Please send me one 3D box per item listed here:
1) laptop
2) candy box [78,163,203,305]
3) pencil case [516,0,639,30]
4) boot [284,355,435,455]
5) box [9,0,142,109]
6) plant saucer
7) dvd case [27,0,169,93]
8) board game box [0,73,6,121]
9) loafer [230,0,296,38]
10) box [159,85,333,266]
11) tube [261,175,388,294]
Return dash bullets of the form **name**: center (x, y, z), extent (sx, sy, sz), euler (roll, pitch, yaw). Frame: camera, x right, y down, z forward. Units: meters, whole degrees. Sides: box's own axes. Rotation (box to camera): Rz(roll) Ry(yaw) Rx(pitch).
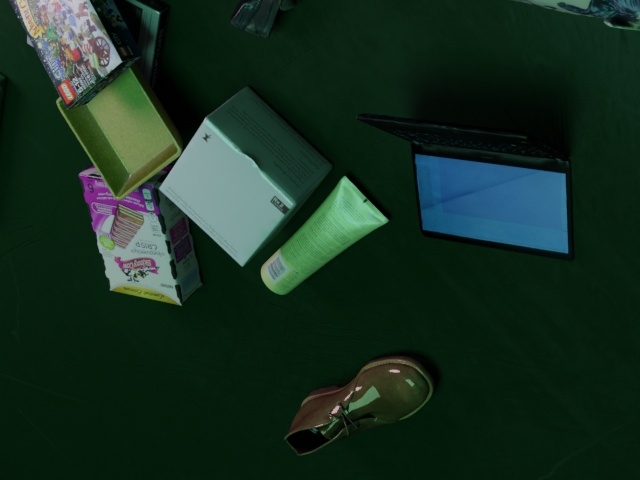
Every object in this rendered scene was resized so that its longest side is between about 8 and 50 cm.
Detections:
- **laptop**: center (0.195, -0.068, 1.565), extent (0.234, 0.264, 0.137), euler (9, 89, 29)
- **candy box**: center (-0.298, -0.016, 1.989), extent (0.159, 0.071, 0.233), euler (9, 126, 29)
- **pencil case**: center (0.228, -0.334, 1.337), extent (0.410, 0.160, 0.184), euler (14, 113, 26)
- **boot**: center (0.060, 0.278, 1.923), extent (0.305, 0.115, 0.112), euler (-31, 99, 43)
- **box**: center (-0.373, -0.332, 1.760), extent (0.159, 0.044, 0.233), euler (-30, 88, 42)
- **plant saucer**: center (-0.299, -0.181, 1.833), extent (0.188, 0.045, 0.188), euler (-30, 92, 43)
- **dvd case**: center (-0.346, -0.329, 1.829), extent (0.238, 0.029, 0.179), euler (29, 132, 14)
- **board game box**: center (-0.670, -0.214, 2.123), extent (0.213, 0.046, 0.317), euler (34, 134, 11)
- **loafer**: center (-0.057, -0.338, 1.611), extent (0.061, 0.062, 0.170), euler (29, 141, -17)
- **box**: center (-0.112, -0.094, 1.772), extent (0.181, 0.119, 0.182), euler (43, 135, 1)
- **tube**: center (0.000, 0.000, 1.811), extent (0.070, 0.062, 0.240), euler (14, 140, -34)
